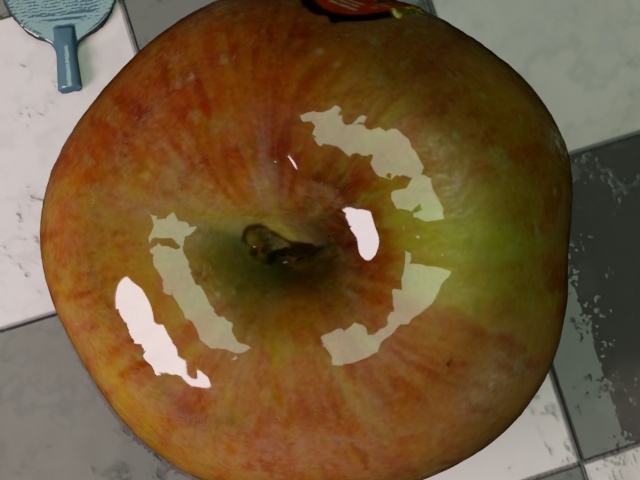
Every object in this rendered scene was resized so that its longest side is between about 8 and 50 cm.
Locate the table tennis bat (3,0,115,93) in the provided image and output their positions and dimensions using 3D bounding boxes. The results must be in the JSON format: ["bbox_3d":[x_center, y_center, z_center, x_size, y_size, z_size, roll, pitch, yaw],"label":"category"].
[{"bbox_3d":[-0.215,-0.200,1.647,0.100,0.019,0.155,-7,82,-6],"label":"table tennis bat"}]

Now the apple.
[{"bbox_3d":[0.000,0.000,1.501,0.400,0.333,0.400,1,93,11],"label":"apple"}]
